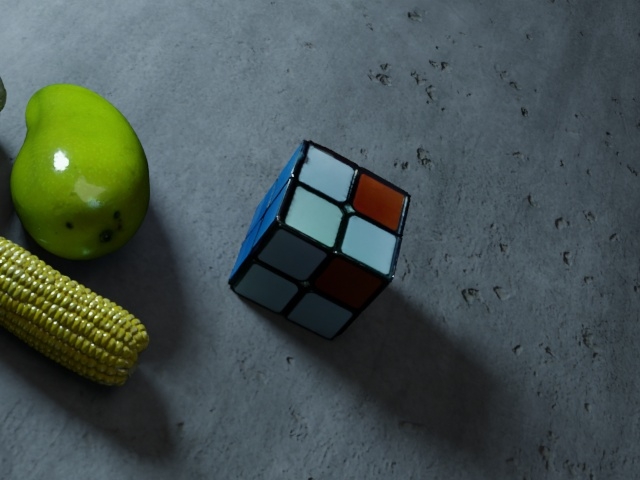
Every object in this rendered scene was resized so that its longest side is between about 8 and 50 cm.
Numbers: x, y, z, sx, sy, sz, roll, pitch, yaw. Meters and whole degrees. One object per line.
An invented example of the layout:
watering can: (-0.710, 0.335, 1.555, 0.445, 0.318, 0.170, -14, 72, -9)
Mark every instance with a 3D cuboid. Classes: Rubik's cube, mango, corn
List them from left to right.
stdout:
corn: (-0.316, 0.082, 1.138, 0.244, 0.093, 0.093, 31, 44, -4)
mango: (-0.310, -0.095, 1.259, 0.175, 0.143, 0.293, 3, 43, -24)
Rubik's cube: (0.001, 0.000, 1.355, 0.180, 0.167, 0.183, 29, 46, -10)

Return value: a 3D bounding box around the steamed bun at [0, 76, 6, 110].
steamed bun: (-0.534, -0.208, 1.143, 0.310, 0.219, 0.324, 45, 44, 6)
